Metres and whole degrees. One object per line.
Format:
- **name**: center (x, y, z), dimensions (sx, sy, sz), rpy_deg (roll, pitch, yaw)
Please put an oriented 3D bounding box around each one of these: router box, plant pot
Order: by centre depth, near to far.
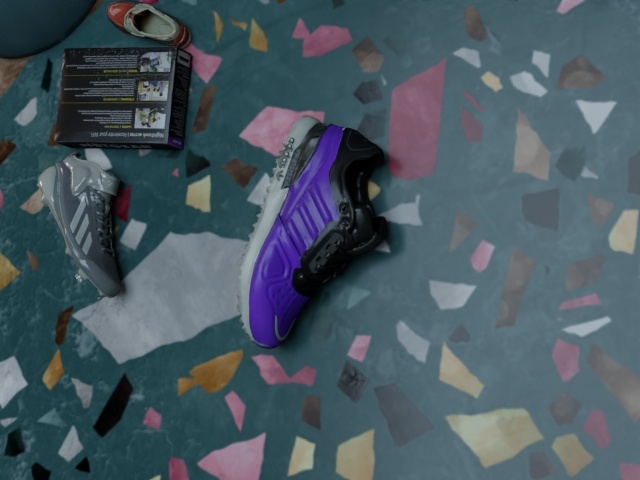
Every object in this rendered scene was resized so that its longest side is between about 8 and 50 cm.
- **router box**: center (-0.267, -0.191, 1.709), dimensions (0.179, 0.046, 0.133), rpy_deg (3, 84, 22)
- **plant pot**: center (-0.463, -0.416, 1.740), dimensions (0.290, 0.195, 0.290), rpy_deg (-3, 81, 21)

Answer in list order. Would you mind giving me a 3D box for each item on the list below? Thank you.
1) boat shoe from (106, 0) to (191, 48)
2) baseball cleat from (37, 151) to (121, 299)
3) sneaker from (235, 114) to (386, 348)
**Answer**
- **boat shoe**: center (-0.238, -0.295, 1.715), dimensions (0.137, 0.043, 0.049), rpy_deg (25, 94, 24)
- **baseball cleat**: center (-0.300, -0.028, 1.686), dimensions (0.109, 0.072, 0.206), rpy_deg (-35, 75, 7)
- **sneaker**: center (0.000, 0.000, 1.545), dimensions (0.146, 0.102, 0.293), rpy_deg (15, 88, 22)
